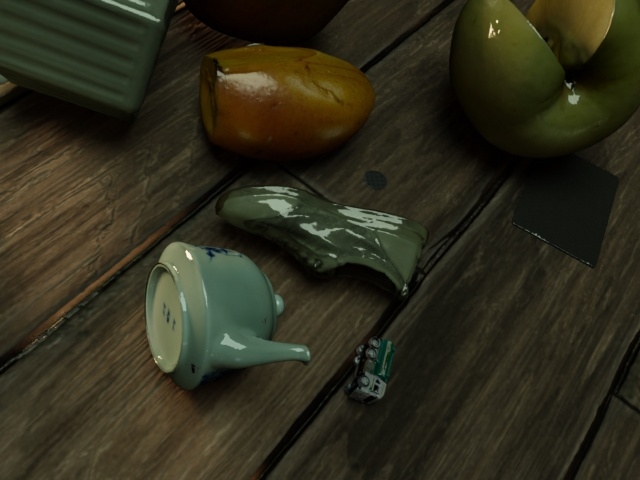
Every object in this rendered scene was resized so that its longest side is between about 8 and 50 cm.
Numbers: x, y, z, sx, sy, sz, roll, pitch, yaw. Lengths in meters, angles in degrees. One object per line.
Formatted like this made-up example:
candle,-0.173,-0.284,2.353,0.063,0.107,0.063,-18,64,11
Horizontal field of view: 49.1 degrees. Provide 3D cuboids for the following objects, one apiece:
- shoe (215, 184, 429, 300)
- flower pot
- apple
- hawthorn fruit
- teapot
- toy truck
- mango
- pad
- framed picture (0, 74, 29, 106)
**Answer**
shoe,0.000,0.000,0.883,0.275,0.103,0.098,14,67,-5
flower pot,-0.295,-0.281,0.898,0.189,0.239,0.209,18,89,-17
apple,0.336,-0.272,1.049,0.292,0.292,0.254,6,27,-12
hawthorn fruit,-0.100,-0.427,1.027,0.301,0.268,0.268,-14,61,-38
teapot,-0.108,0.076,0.775,0.159,0.159,0.232,-16,34,-25
toy truck,0.062,0.153,0.832,0.044,0.039,0.083,30,51,-13
mango,-0.036,-0.194,0.982,0.257,0.138,0.187,1,38,-20
pad,0.389,-0.064,1.097,0.143,0.003,0.211,30,54,4
framed picture,-0.525,-0.294,0.971,0.315,0.024,0.232,36,53,8
